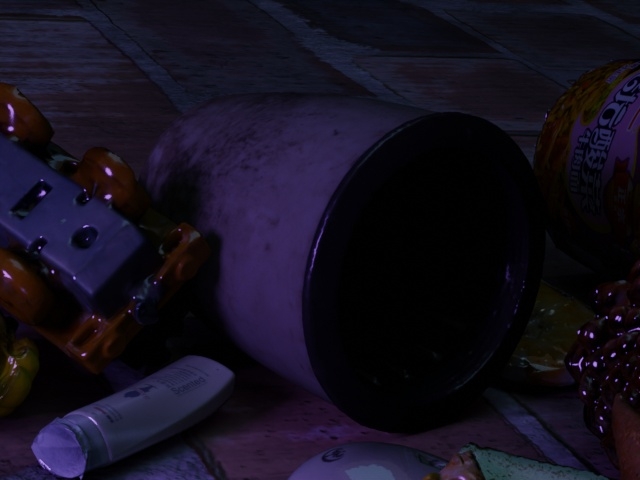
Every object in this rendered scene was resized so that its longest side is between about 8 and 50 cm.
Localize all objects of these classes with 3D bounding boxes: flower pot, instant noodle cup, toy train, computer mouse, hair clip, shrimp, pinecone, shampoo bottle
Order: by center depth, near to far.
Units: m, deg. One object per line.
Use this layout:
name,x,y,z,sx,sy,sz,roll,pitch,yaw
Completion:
computer mouse,0.060,0.198,1.592,0.182,0.056,0.089,5,24,-8
shampoo bottle,-0.156,0.150,1.662,0.072,0.049,0.212,22,24,27
pinecone,0.340,0.120,1.700,0.221,0.221,0.221,6,19,-2
hair clip,-0.284,0.109,1.719,0.046,0.072,0.173,29,4,-23
toy train,-0.263,-0.005,1.809,0.369,0.231,0.163,32,73,34
flower pot,0.000,0.000,1.830,0.294,0.293,0.330,-9,18,-39
shrimp,0.183,0.074,1.986,0.164,0.062,0.317,-4,24,-21
instant noodle cup,0.400,-0.064,2.104,0.340,0.339,0.266,-4,13,-29

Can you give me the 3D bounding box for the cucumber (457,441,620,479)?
cucumber,0.199,0.239,1.497,0.244,0.063,0.115,13,52,12

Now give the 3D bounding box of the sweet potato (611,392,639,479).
sweet potato,0.229,0.220,1.438,0.059,0.067,0.281,42,45,-17

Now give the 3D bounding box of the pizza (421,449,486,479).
pizza,0.107,0.227,1.446,0.185,0.036,0.176,19,52,14
